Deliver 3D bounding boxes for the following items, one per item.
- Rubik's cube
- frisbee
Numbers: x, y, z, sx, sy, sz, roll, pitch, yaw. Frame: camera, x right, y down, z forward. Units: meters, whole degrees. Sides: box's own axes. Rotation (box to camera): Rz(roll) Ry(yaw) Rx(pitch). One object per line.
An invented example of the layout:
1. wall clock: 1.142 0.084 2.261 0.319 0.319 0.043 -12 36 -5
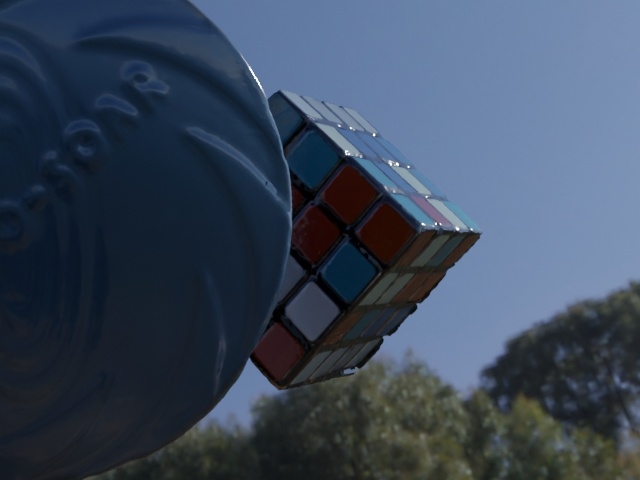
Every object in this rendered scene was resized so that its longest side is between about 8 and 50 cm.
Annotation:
1. Rubik's cube: 0.000 0.000 0.921 0.155 0.151 0.154 -50 -19 14
2. frisbee: -0.150 -0.012 0.635 0.289 0.289 0.049 -9 5 -14
